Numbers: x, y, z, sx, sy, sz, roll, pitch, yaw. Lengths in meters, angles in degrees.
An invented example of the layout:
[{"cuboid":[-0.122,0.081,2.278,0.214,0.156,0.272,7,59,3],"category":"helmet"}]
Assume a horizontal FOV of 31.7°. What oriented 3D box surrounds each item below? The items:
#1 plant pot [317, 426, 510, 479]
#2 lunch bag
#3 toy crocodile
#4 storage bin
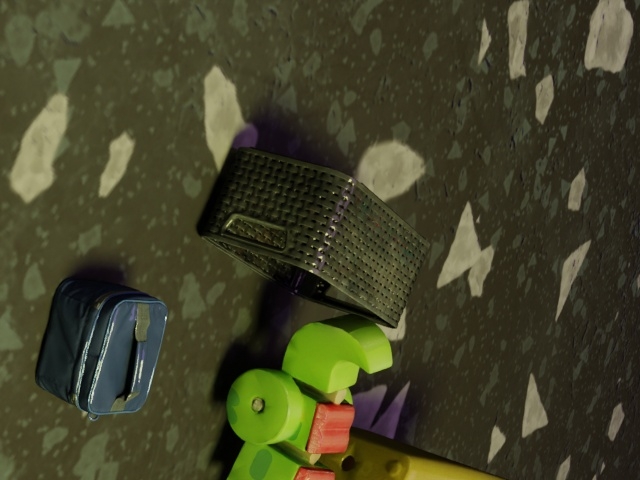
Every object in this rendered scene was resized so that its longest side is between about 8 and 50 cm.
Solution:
[{"cuboid":[0.059,0.291,1.115,0.187,0.212,0.212,39,71,-41],"category":"plant pot"},{"cuboid":[-0.155,0.081,0.813,0.067,0.065,0.099,7,97,-57],"category":"lunch bag"},{"cuboid":[-0.040,0.216,0.988,0.115,0.105,0.341,14,101,-58],"category":"toy crocodile"},{"cuboid":[0.000,0.000,0.955,0.180,0.122,0.084,35,75,-56],"category":"storage bin"}]
